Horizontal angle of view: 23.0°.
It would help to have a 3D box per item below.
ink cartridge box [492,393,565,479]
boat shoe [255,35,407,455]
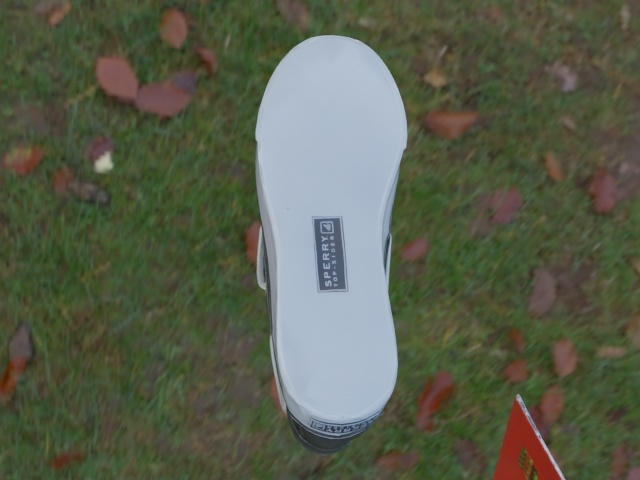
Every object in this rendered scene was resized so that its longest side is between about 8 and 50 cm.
[{"bbox_3d":[0.150,0.272,1.064,0.060,0.275,0.239,-21,59,-15],"label":"ink cartridge box"},{"bbox_3d":[0.000,0.000,0.805,0.078,0.070,0.219,5,65,-6],"label":"boat shoe"}]
